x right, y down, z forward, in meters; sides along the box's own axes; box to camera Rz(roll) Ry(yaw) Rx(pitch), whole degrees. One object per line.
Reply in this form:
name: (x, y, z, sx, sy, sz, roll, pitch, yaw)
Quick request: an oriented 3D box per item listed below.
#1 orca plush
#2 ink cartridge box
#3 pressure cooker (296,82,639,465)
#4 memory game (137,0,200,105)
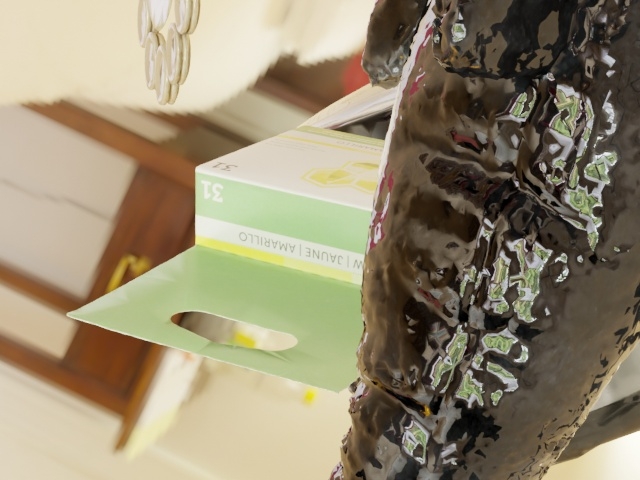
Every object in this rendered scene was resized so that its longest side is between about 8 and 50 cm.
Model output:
orca plush: (0.036, -0.035, 0.452, 0.287, 0.151, 0.102, -55, 143, 3)
ink cartridge box: (0.000, 0.000, 0.952, 0.235, 0.171, 0.056, -26, 124, -55)
pressure cooker: (0.168, -0.041, 1.585, 0.375, 0.420, 0.370, -28, -171, -33)
memory game: (-0.091, -0.173, 1.055, 0.186, 0.012, 0.186, 179, -90, -75)
